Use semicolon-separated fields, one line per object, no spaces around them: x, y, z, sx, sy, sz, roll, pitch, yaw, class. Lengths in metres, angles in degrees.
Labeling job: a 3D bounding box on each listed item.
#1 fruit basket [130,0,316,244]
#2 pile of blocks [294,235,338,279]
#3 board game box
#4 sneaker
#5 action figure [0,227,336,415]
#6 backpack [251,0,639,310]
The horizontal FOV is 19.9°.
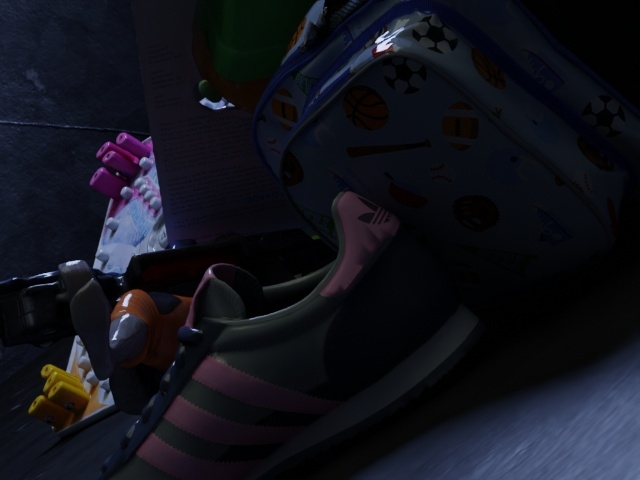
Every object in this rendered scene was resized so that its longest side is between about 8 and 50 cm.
0.023;-0.145;1.394;0.327;0.165;0.353;-12;-38;-7;fruit basket
0.072;-0.040;1.607;0.362;0.149;0.112;-25;-13;9;pile of blocks
-0.165;-0.014;1.994;0.390;0.050;0.390;-30;41;45;board game box
-0.060;0.088;1.129;0.319;0.131;0.112;-33;7;14;sneaker
-0.132;0.090;1.366;0.341;0.179;0.330;-10;-4;-9;action figure
0.091;-0.077;1.168;0.263;0.276;0.213;-32;18;54;backpack
